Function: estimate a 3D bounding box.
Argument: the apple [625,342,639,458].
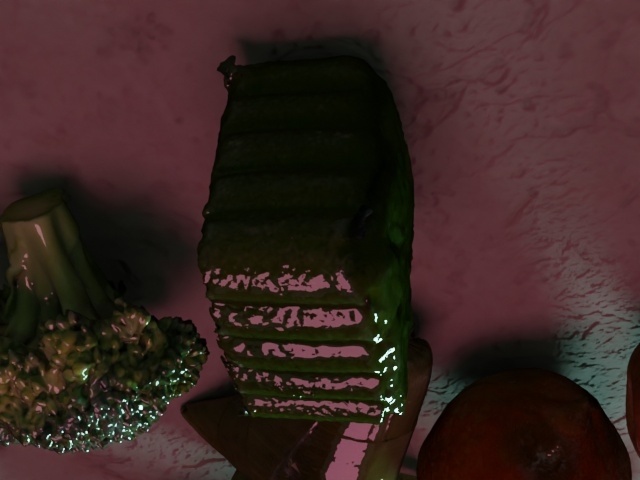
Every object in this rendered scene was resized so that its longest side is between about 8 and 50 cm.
[{"bbox_3d":[0.398,0.159,1.280,0.199,0.199,0.199,4,141,3],"label":"apple"}]

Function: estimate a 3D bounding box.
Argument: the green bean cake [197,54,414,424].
[{"bbox_3d":[0.000,0.000,1.071,0.156,0.250,0.247,0,140,10],"label":"green bean cake"}]

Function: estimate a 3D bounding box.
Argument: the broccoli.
[{"bbox_3d":[-0.258,0.104,1.254,0.288,0.235,0.260,-5,139,21],"label":"broccoli"}]

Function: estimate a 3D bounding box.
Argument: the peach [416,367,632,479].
[{"bbox_3d":[0.226,0.243,1.370,0.232,0.232,0.257,22,138,-18],"label":"peach"}]

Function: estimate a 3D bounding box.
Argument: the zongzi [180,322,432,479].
[{"bbox_3d":[-0.031,0.164,1.414,0.300,0.145,0.274,31,121,29],"label":"zongzi"}]

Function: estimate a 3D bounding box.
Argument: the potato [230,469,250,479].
[{"bbox_3d":[-0.065,0.368,1.566,0.148,0.228,0.197,15,152,19],"label":"potato"}]

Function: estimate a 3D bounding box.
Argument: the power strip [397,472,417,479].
[{"bbox_3d":[0.119,0.323,1.573,0.305,0.064,0.044,19,139,-32],"label":"power strip"}]
